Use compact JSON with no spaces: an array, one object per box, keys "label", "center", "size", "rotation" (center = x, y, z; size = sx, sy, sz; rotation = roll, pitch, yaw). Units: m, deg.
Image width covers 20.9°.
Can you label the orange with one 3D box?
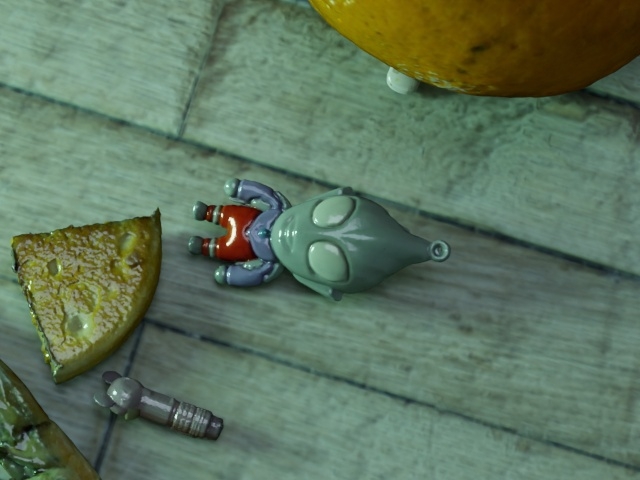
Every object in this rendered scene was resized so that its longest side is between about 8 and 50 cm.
[{"label":"orange","center":[0.139,-0.324,1.509],"size":[0.424,0.326,0.424],"rotation":[7,79,-38]}]

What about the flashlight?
[{"label":"flashlight","center":[-0.136,0.143,1.454],"size":[0.110,0.031,0.052],"rotation":[21,29,-5]}]

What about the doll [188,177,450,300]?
[{"label":"doll","center":[0.000,0.000,1.513],"size":[0.227,0.075,0.102],"rotation":[7,83,7]}]

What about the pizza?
[{"label":"pizza","center":[-0.208,0.038,1.482],"size":[0.131,0.041,0.178],"rotation":[18,66,-3]}]

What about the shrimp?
[{"label":"shrimp","center":[-0.278,0.149,1.380],"size":[0.296,0.169,0.058],"rotation":[48,113,15]}]

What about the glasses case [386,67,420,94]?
[{"label":"glasses case","center":[0.087,-0.174,1.625],"size":[0.032,0.021,0.083],"rotation":[24,65,-2]}]
